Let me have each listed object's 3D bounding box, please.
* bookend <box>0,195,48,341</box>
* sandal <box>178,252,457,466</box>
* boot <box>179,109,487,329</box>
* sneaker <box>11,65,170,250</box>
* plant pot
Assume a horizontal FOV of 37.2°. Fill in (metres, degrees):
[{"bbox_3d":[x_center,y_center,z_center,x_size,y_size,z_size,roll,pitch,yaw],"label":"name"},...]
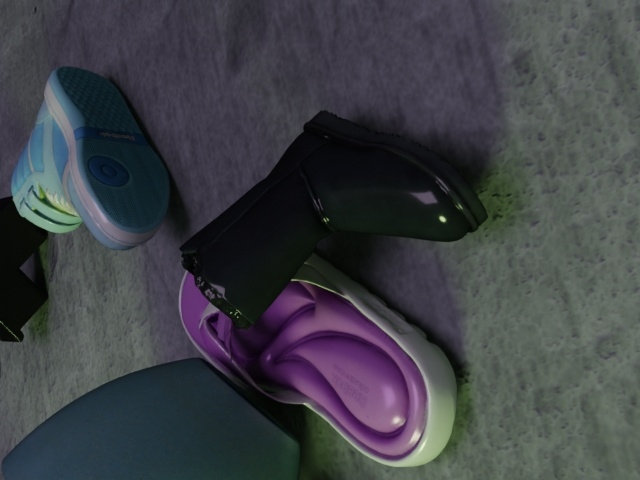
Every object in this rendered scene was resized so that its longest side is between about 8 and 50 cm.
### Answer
[{"bbox_3d":[-0.464,0.042,1.418,0.072,0.156,0.157,-5,41,49],"label":"bookend"},{"bbox_3d":[-0.040,0.088,0.928,0.416,0.102,0.169,17,101,48],"label":"sandal"},{"bbox_3d":[0.000,0.000,0.820,0.207,0.094,0.246,-47,39,-10],"label":"boot"},{"bbox_3d":[-0.303,-0.055,1.218,0.208,0.127,0.319,-56,41,29],"label":"sneaker"},{"bbox_3d":[-0.134,0.231,0.936,0.195,0.290,0.290,-50,45,-8],"label":"plant pot"}]
